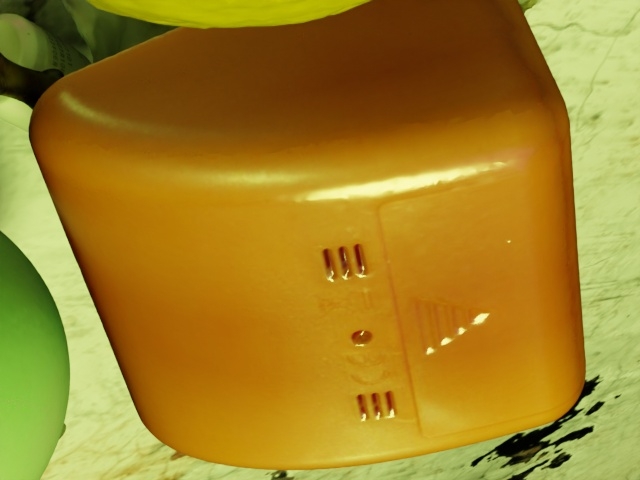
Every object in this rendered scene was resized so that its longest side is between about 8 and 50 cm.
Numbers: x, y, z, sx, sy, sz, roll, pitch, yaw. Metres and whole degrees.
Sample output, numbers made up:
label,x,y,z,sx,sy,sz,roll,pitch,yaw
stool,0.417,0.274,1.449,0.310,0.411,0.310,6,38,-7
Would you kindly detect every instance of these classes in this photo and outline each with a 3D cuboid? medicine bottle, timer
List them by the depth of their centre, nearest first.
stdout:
label,x,y,z,sx,sy,sz,roll,pitch,yaw
timer,0.000,0.000,0.775,0.250,0.161,0.257,-15,133,-1
medicine bottle,-0.148,-0.083,0.791,0.052,0.052,0.089,-39,152,13

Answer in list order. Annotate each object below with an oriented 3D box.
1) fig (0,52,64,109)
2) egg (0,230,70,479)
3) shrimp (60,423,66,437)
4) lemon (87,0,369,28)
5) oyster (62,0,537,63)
label,x,y,z,sx,sy,sz,roll,pitch,yaw
fig,-0.226,-0.062,0.645,0.274,0.145,0.170,-7,135,-40
egg,-0.246,0.075,0.766,0.220,0.220,0.269,-45,165,24
shrimp,-0.293,0.125,0.993,0.253,0.058,0.173,-17,141,-24
lemon,-0.025,-0.212,0.467,0.297,0.297,0.297,-25,152,-14
oyster,0.005,-0.102,0.854,0.351,0.115,0.238,-19,134,-40
